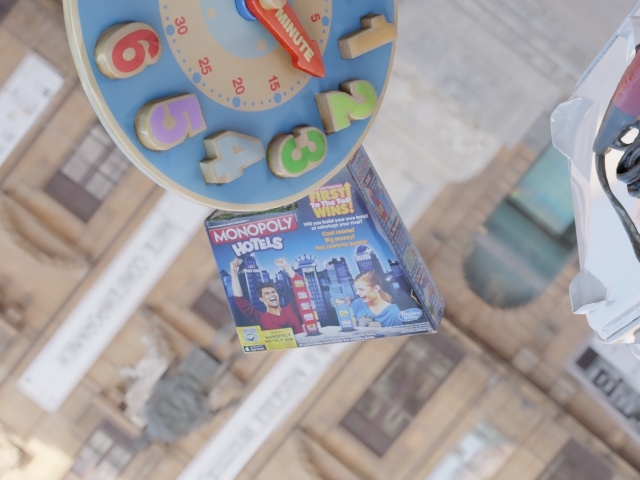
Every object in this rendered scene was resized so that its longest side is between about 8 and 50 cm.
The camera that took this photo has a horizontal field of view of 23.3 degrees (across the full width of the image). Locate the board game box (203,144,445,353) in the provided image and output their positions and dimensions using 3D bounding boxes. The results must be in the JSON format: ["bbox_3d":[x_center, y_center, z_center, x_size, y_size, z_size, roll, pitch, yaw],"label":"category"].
[{"bbox_3d":[0.000,0.000,1.446,0.060,0.194,0.194,-64,-37,-61],"label":"board game box"}]

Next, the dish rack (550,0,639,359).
[{"bbox_3d":[0.273,-0.058,1.337,0.072,0.285,0.333,-1,165,-8],"label":"dish rack"}]

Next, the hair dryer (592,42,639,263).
[{"bbox_3d":[0.191,-0.113,0.814,0.224,0.080,0.293,6,112,53],"label":"hair dryer"}]

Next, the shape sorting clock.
[{"bbox_3d":[-0.035,-0.117,0.751,0.040,0.206,0.206,0,156,44],"label":"shape sorting clock"}]
